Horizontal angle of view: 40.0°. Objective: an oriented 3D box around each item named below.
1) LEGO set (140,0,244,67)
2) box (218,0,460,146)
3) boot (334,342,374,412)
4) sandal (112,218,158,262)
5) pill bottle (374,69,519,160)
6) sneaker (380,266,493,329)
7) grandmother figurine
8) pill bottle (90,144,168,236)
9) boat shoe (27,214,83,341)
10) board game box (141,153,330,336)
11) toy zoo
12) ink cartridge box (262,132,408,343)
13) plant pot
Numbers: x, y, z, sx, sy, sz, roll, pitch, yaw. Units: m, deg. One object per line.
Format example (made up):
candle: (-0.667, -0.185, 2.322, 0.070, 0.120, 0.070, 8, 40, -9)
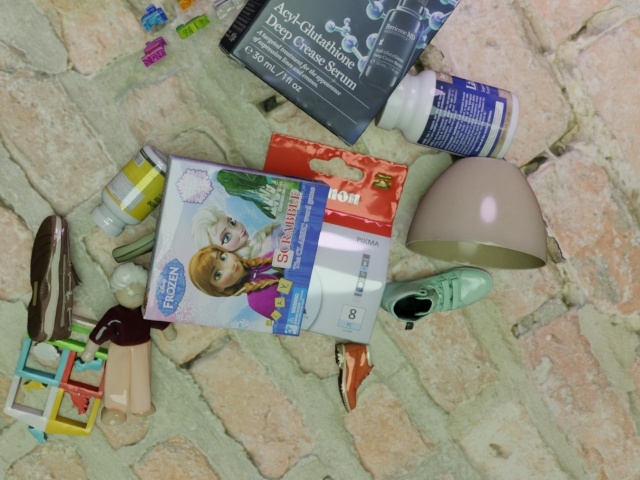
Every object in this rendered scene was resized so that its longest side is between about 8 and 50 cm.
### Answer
LEGO set: (-0.273, -0.448, 1.719, 0.227, 0.093, 0.087, -31, 127, 2)
box: (0.044, -0.433, 1.665, 0.293, 0.212, 0.396, 34, 97, -20)
boot: (0.079, 0.301, 1.931, 0.084, 0.059, 0.158, -5, 102, -9)
sandal: (-0.295, -0.047, 1.790, 0.302, 0.120, 0.086, -25, 88, 0)
pill bottle: (0.251, -0.256, 1.771, 0.264, 0.153, 0.153, 13, 101, -9)
sneaker: (0.257, 0.125, 1.858, 0.255, 0.151, 0.094, -10, 102, -4)
grandmother figurine: (-0.389, 0.204, 1.822, 0.207, 0.104, 0.343, -17, 118, -45)
pill bottle: (-0.375, -0.097, 1.773, 0.103, 0.103, 0.184, 44, 96, -13)
boat shoe: (-0.539, 0.080, 1.808, 0.095, 0.095, 0.258, 9, 86, -43)
board game box: (-0.167, 0.015, 1.724, 0.317, 0.066, 0.319, 8, 101, -17)
toy zoo: (-0.556, 0.299, 1.882, 0.192, 0.030, 0.293, 17, 100, -9)
ink cartridge box: (0.000, 0.000, 1.838, 0.308, 0.091, 0.385, 13, 102, -8)
plant pot: (0.324, -0.061, 1.780, 0.284, 0.284, 0.191, 10, 81, -7)
